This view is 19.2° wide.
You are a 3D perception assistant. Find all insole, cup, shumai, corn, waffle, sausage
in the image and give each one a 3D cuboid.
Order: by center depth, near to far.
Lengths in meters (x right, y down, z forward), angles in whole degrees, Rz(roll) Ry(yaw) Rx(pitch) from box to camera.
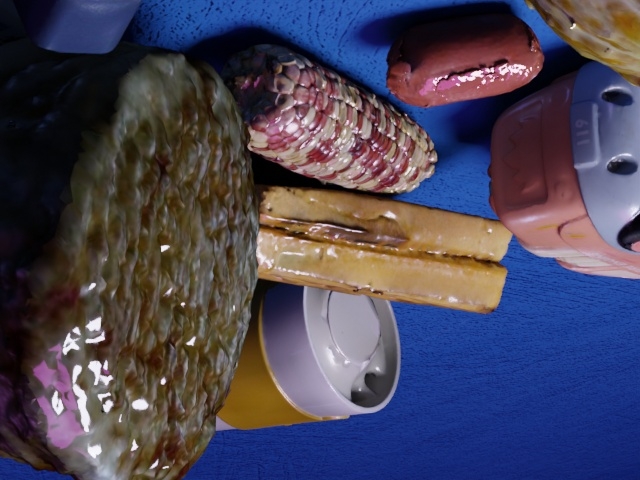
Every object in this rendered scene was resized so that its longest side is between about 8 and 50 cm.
[{"bbox_3d":[-0.253,0.019,1.459,0.348,0.395,0.395,0,160,15],"label":"shumai"},{"bbox_3d":[0.124,-0.157,1.627,0.141,0.076,0.076,-7,158,-4],"label":"sausage"},{"bbox_3d":[0.011,-0.101,1.691,0.098,0.098,0.290,-22,159,26],"label":"corn"},{"bbox_3d":[0.000,0.000,1.820,0.328,0.098,0.224,12,175,-38],"label":"waffle"},{"bbox_3d":[-0.080,-0.032,1.934,0.232,0.003,0.080,-23,154,29],"label":"insole"},{"bbox_3d":[-0.031,0.111,2.114,0.226,0.185,0.241,-18,-172,31],"label":"cup"}]

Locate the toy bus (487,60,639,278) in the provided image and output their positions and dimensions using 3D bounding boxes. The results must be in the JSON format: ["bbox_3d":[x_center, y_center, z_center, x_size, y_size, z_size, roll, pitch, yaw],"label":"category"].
[{"bbox_3d":[0.286,-0.054,1.804,0.232,0.194,0.288,-16,159,36],"label":"toy bus"}]

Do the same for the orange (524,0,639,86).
[{"bbox_3d":[0.282,-0.234,1.282,0.329,0.249,0.329,-2,161,-1],"label":"orange"}]

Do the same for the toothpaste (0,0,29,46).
[{"bbox_3d":[-0.258,-0.182,1.459,0.067,0.037,0.255,-15,162,18],"label":"toothpaste"}]

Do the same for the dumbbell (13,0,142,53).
[{"bbox_3d":[-0.276,-0.206,1.247,0.325,0.160,0.144,1,127,-23],"label":"dumbbell"}]
